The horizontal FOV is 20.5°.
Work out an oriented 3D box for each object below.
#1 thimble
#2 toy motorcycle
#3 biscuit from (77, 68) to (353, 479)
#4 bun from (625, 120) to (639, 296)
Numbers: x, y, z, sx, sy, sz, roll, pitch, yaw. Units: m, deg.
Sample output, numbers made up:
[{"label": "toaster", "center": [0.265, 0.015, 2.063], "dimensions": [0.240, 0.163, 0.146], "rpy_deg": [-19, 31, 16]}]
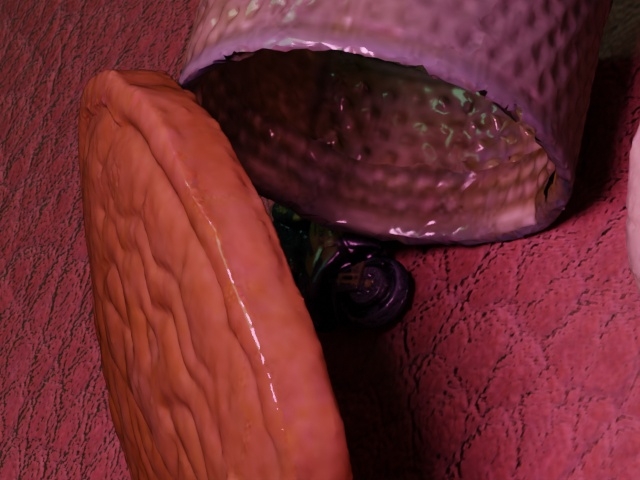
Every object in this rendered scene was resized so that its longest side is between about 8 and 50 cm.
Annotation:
[{"label": "thimble", "center": [0.046, -0.119, 1.133], "dimensions": [0.271, 0.271, 0.150], "rpy_deg": [-13, 55, 46]}, {"label": "toy motorcycle", "center": [0.000, 0.000, 1.280], "dimensions": [0.124, 0.061, 0.193], "rpy_deg": [-31, 47, 21]}, {"label": "biscuit", "center": [-0.082, 0.088, 1.091], "dimensions": [0.385, 0.062, 0.365], "rpy_deg": [-124, 28, -47]}, {"label": "bun", "center": [0.274, -0.014, 0.860], "dimensions": [0.244, 0.153, 0.243], "rpy_deg": [-12, 69, 32]}]
